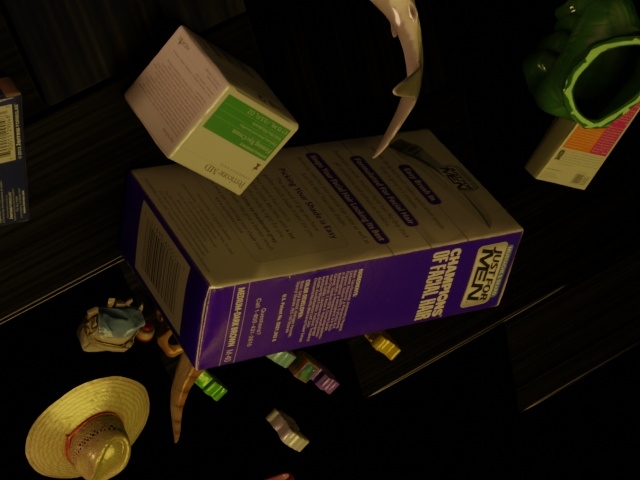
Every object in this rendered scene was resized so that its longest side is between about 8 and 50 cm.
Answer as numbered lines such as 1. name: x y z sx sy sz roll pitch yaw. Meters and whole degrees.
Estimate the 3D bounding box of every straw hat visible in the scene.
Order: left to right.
1. straw hat: -0.230 0.214 1.530 0.144 0.061 0.144 -20 136 -21

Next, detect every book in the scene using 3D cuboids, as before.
1. book: 0.300 -0.124 1.629 0.096 0.035 0.144 10 120 -44

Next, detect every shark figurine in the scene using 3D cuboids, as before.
1. shark figurine: 0.015 -0.224 1.262 0.166 0.278 0.116 -44 -170 -38

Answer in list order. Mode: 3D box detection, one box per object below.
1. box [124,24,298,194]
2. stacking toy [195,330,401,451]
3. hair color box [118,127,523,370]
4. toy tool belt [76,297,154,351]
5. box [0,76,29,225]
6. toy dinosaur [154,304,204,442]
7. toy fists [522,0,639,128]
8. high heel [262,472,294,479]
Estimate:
1. box: -0.097 -0.114 1.299 0.087 0.102 0.101 -48 139 13
2. stacking toy: -0.029 0.126 1.608 0.167 0.052 0.221 -46 137 5
3. hair color box: 0.000 0.000 1.409 0.339 0.185 0.110 -11 132 -27
4. toy tool belt: -0.195 0.080 1.442 0.083 0.052 0.051 -5 137 -33
5. box: -0.356 -0.050 1.219 0.225 0.036 0.136 -16 134 -25
6. toy dinosaur: -0.123 0.107 1.480 0.112 0.064 0.211 31 92 -33
7. toy fists: 0.316 -0.234 1.463 0.096 0.142 0.279 40 99 -17
8. high heel: -0.198 0.335 1.661 0.377 0.127 0.181 11 91 -37
